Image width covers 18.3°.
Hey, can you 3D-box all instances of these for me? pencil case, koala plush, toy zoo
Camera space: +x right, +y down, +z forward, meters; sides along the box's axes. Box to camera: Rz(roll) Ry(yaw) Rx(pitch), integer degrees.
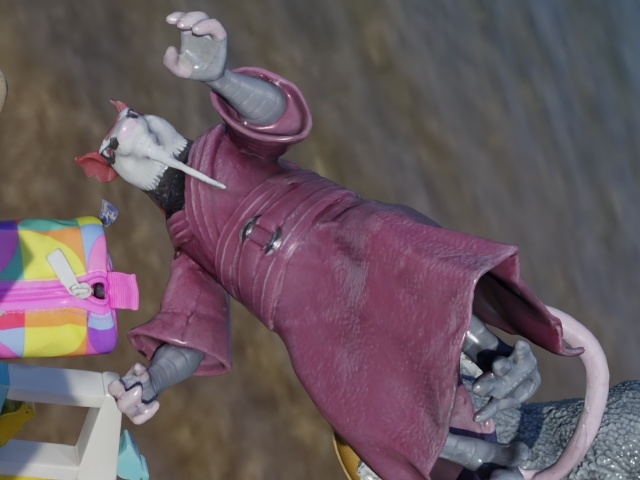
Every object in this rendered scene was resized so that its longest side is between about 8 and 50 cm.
[{"bbox_3d":[-0.241,0.033,1.274,0.104,0.236,0.104,175,-90,-76],"label":"pencil case"},{"bbox_3d":[0.147,0.170,1.503,0.196,0.221,0.203,-47,154,-55],"label":"koala plush"},{"bbox_3d":[-0.277,0.173,1.561,0.293,0.192,0.030,8,36,-20],"label":"toy zoo"}]

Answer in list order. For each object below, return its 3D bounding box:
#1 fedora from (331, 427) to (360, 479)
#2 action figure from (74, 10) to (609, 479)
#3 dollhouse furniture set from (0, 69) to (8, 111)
[{"bbox_3d":[0.109,0.162,1.705,0.194,0.079,0.194,10,56,-15],"label":"fedora"},{"bbox_3d":[0.000,0.000,1.269,0.370,0.248,0.276,37,24,28],"label":"action figure"},{"bbox_3d":[-0.156,0.130,0.759,0.174,0.303,0.355,11,33,-50],"label":"dollhouse furniture set"}]
